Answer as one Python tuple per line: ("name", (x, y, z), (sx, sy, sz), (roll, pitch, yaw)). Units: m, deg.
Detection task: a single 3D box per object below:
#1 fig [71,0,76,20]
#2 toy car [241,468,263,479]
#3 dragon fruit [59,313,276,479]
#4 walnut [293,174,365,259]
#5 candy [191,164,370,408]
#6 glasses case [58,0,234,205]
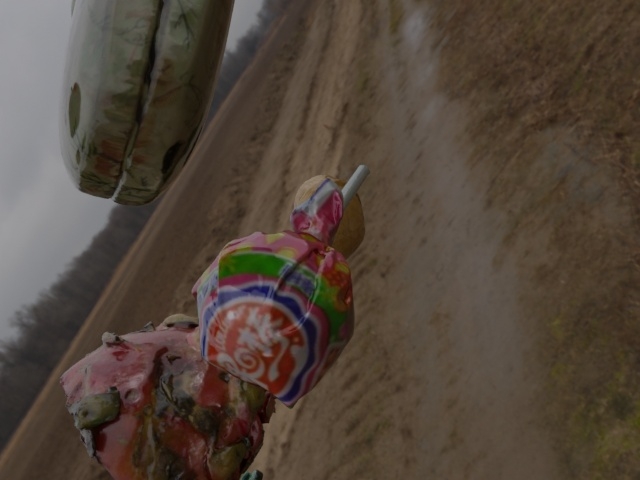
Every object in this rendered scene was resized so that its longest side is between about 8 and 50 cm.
("fig", (-0.382, -0.401, 1.343), (0.181, 0.181, 0.191), (155, 125, -66))
("toy car", (-0.081, 0.479, 1.214), (0.097, 0.141, 0.320), (-58, 6, -12))
("dragon fruit", (-0.201, 0.228, 1.055), (0.263, 0.296, 0.314), (-38, 17, -14))
("walnut", (0.018, -0.045, 1.493), (0.159, 0.159, 0.207), (-69, -22, -43))
("candy", (0.000, 0.000, 0.632), (0.124, 0.124, 0.365), (-49, 3, 30))
("glasses case", (-0.100, -0.229, 0.493), (0.156, 0.098, 0.425), (148, 133, -61))
